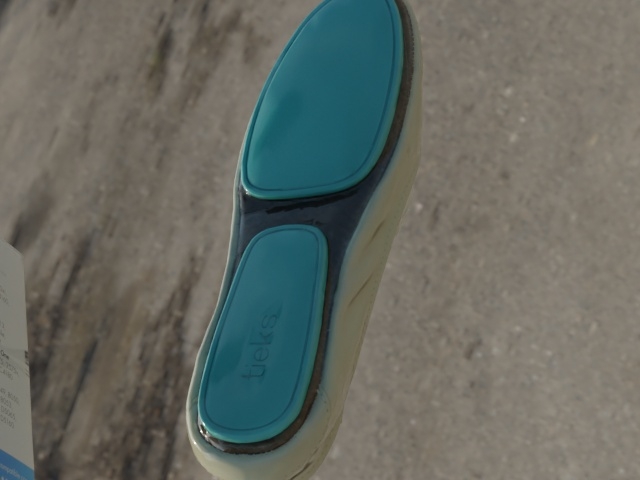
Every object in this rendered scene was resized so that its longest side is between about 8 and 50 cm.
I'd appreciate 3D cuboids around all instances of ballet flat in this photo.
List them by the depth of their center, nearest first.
[{"bbox_3d":[0.000,0.000,0.617,0.086,0.086,0.248,-27,40,55],"label":"ballet flat"}]

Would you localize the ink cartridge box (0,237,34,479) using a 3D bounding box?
[{"bbox_3d":[-0.181,0.054,0.575,0.104,0.060,0.180,-20,56,15],"label":"ink cartridge box"}]
